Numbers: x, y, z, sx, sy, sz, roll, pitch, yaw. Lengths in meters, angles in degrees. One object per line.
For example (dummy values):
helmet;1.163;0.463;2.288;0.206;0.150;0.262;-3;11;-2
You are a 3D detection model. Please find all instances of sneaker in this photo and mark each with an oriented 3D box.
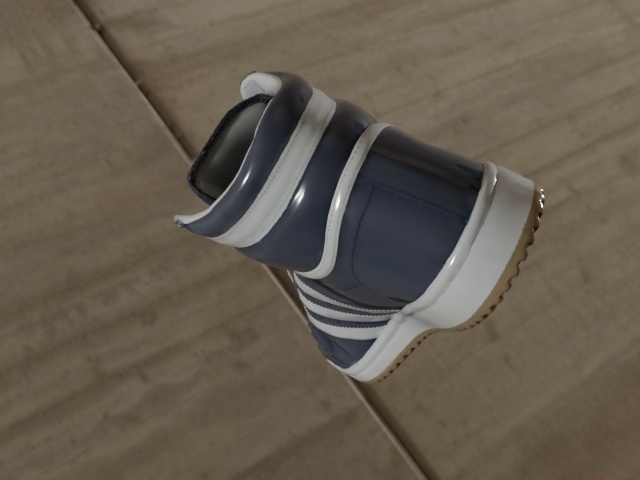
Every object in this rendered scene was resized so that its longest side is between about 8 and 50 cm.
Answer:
sneaker;0.000;0.000;0.508;0.282;0.153;0.099;126;167;-71
